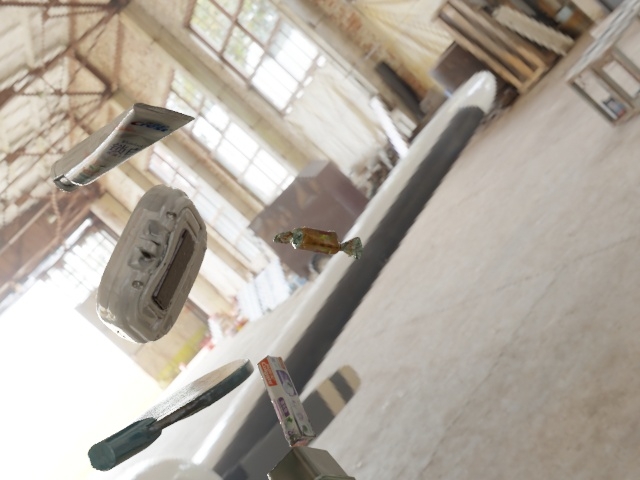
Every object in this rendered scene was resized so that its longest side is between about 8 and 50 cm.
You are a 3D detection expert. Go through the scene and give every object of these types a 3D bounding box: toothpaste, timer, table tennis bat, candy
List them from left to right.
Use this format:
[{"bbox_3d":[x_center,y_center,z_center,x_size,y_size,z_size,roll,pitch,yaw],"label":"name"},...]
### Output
[{"bbox_3d":[-0.330,-0.151,1.288,0.323,0.100,0.066,-20,67,44],"label":"toothpaste"},{"bbox_3d":[-0.282,0.047,1.402,0.237,0.087,0.261,80,-150,-68],"label":"timer"},{"bbox_3d":[-0.212,0.241,1.145,0.215,0.044,0.329,-27,0,22],"label":"table tennis bat"},{"bbox_3d":[-0.072,0.329,1.673,0.040,0.196,0.047,-41,-33,24],"label":"toothpaste"},{"bbox_3d":[0.000,0.000,1.531,0.053,0.182,0.046,-37,46,56],"label":"candy"}]

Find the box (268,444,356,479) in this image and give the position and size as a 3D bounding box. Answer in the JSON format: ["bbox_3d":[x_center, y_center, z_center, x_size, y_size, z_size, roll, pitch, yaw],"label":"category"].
[{"bbox_3d":[-0.014,0.346,1.166,0.084,0.069,0.122,-46,-35,9],"label":"box"}]
